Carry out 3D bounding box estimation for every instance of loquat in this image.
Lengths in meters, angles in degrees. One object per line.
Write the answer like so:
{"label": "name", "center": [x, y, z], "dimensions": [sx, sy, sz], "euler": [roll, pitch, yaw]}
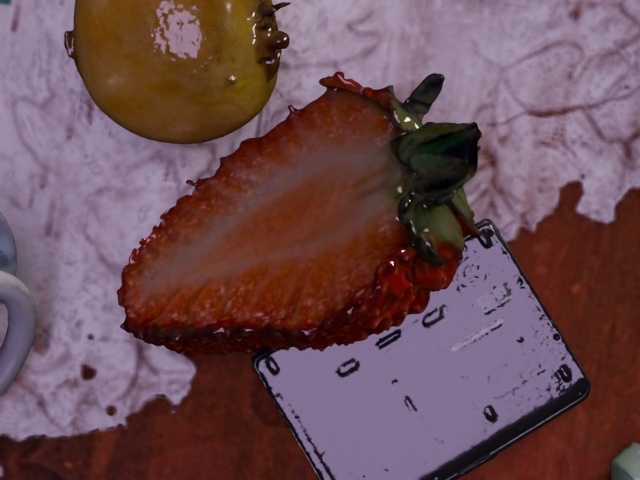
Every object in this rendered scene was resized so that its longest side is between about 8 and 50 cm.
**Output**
{"label": "loquat", "center": [-0.096, -0.142, 0.863], "dimensions": [0.163, 0.137, 0.163], "euler": [-3, 73, 11]}

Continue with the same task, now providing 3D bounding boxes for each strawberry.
{"label": "strawberry", "center": [0.000, 0.000, 0.871], "dimensions": [0.286, 0.106, 0.188], "euler": [-26, 54, 20]}

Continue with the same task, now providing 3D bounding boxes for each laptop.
{"label": "laptop", "center": [0.073, 0.099, 0.902], "dimensions": [0.207, 0.026, 0.154], "euler": [-30, 86, 2]}

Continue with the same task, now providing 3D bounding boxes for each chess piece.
{"label": "chess piece", "center": [0.198, 0.191, 0.877], "dimensions": [0.103, 0.067, 0.067], "euler": [-42, 87, -8]}

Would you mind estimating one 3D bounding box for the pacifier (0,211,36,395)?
{"label": "pacifier", "center": [-0.335, 0.036, 0.869], "dimensions": [0.287, 0.238, 0.226], "euler": [-53, 53, 26]}
